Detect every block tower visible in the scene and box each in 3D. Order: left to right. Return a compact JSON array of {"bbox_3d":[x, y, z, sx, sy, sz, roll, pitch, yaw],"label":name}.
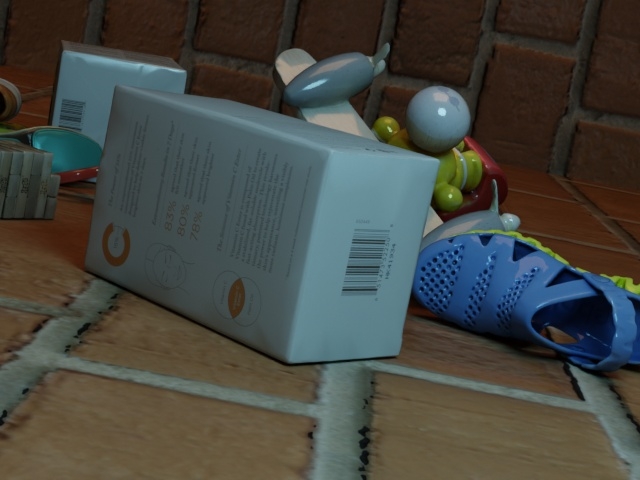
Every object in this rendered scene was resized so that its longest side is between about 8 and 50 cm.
[{"bbox_3d":[-0.477,-0.078,1.657,0.097,0.090,0.335,17,11,35],"label":"block tower"}]

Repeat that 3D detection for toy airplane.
[{"bbox_3d":[0.085,-0.094,1.784,0.386,0.272,0.384,31,31,-7],"label":"toy airplane"}]

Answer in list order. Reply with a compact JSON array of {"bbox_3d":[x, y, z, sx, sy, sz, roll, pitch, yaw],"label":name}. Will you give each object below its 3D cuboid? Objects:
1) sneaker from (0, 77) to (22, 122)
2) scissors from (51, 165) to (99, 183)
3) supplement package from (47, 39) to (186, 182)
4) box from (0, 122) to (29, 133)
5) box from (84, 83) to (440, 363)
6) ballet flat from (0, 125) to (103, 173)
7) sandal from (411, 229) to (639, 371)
[{"bbox_3d":[-0.633,-0.255,2.201,0.290,0.105,0.123,10,8,-9],"label":"sneaker"},{"bbox_3d":[-0.278,-0.103,1.944,0.297,0.021,0.109,-7,4,13],"label":"scissors"},{"bbox_3d":[-0.341,-0.208,2.220,0.198,0.199,0.262,8,10,-13],"label":"supplement package"},{"bbox_3d":[-0.570,-0.180,2.273,0.179,0.043,0.105,6,11,-14],"label":"box"},{"bbox_3d":[-0.072,-0.025,1.442,0.345,0.215,0.168,21,13,42],"label":"box"},{"bbox_3d":[-0.447,-0.127,2.028,0.248,0.086,0.086,2,13,-37],"label":"ballet flat"},{"bbox_3d":[0.250,0.070,1.550,0.317,0.126,0.138,13,14,17],"label":"sandal"}]
